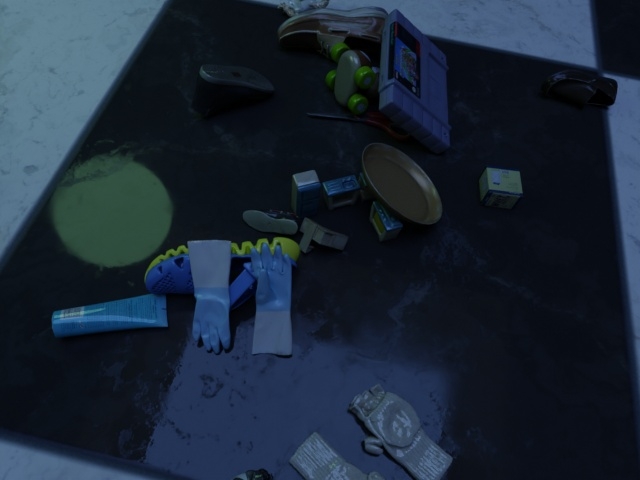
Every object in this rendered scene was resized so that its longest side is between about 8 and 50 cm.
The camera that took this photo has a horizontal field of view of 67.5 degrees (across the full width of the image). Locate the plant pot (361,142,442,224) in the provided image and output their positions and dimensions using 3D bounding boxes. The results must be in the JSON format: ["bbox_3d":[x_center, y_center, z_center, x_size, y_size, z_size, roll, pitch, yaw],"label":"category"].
[{"bbox_3d":[0.183,-0.126,1.107,0.236,0.032,0.236,24,43,-25],"label":"plant pot"}]

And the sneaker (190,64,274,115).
[{"bbox_3d":[-0.234,-0.389,1.262,0.222,0.118,0.083,-5,55,-41],"label":"sneaker"}]

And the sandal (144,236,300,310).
[{"bbox_3d":[-0.191,0.078,0.967,0.318,0.126,0.138,-6,66,-6],"label":"sandal"}]

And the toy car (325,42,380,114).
[{"bbox_3d":[0.135,-0.439,1.285,0.189,0.148,0.155,-15,52,-26],"label":"toy car"}]

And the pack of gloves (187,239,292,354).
[{"bbox_3d":[-0.152,0.116,0.907,0.195,0.046,0.231,0,102,-1],"label":"pack of gloves"}]

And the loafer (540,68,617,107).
[{"bbox_3d":[0.734,-0.422,1.344,0.220,0.080,0.078,3,59,-2],"label":"loafer"}]

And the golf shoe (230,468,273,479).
[{"bbox_3d":[-0.111,0.481,0.772,0.094,0.077,0.198,-16,57,3],"label":"golf shoe"}]

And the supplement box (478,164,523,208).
[{"bbox_3d":[0.438,-0.130,1.166,0.084,0.056,0.083,7,60,0],"label":"supplement box"}]

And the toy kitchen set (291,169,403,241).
[{"bbox_3d":[0.058,-0.071,1.067,0.207,0.122,0.166,-16,62,-13],"label":"toy kitchen set"}]

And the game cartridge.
[{"bbox_3d":[0.251,-0.424,1.255,0.230,0.068,0.354,30,53,-35],"label":"game cartridge"}]

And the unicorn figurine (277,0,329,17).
[{"bbox_3d":[-0.046,-0.739,1.490,0.111,0.060,0.162,42,82,18],"label":"unicorn figurine"}]

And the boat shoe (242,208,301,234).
[{"bbox_3d":[-0.110,-0.046,1.088,0.133,0.048,0.042,11,32,10],"label":"boat shoe"}]

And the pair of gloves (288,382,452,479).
[{"bbox_3d":[0.093,0.388,0.851,0.240,0.042,0.204,-33,67,-21],"label":"pair of gloves"}]

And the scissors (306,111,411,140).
[{"bbox_3d":[0.118,-0.335,1.287,0.297,0.021,0.108,15,61,6],"label":"scissors"}]

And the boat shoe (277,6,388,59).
[{"bbox_3d":[0.038,-0.581,1.364,0.325,0.123,0.116,-5,85,4],"label":"boat shoe"}]

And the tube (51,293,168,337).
[{"bbox_3d":[-0.413,0.150,0.950,0.207,0.052,0.080,-7,65,-14],"label":"tube"}]

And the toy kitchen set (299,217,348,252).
[{"bbox_3d":[0.000,0.000,1.079,0.075,0.068,0.083,15,13,-41],"label":"toy kitchen set"}]
